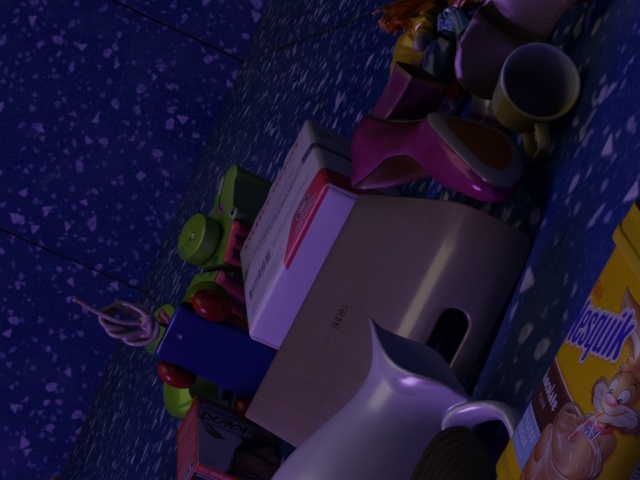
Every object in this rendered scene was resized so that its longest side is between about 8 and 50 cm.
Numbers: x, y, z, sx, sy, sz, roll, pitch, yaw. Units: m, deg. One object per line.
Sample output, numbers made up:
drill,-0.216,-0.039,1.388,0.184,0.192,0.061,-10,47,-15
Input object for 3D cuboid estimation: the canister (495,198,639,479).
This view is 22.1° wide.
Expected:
canister,0.161,0.079,0.846,0.126,0.073,0.170,-99,34,-70

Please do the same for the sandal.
sandal,0.189,-0.218,1.292,0.240,0.088,0.079,-55,-4,34

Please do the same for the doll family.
doll family,0.105,-0.161,1.450,0.263,0.118,0.163,-139,71,-76

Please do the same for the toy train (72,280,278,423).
toy train,-0.130,0.081,1.711,0.105,0.248,0.143,-62,8,18

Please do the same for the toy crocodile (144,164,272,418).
toy crocodile,-0.125,0.066,2.047,0.105,0.115,0.341,-13,54,52

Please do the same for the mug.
mug,0.158,-0.106,1.262,0.078,0.062,0.064,-63,2,-18

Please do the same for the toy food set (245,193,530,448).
toy food set,0.054,0.081,1.327,0.220,0.092,0.306,-62,17,-6

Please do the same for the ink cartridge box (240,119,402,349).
ink cartridge box,0.000,0.000,1.644,0.172,0.100,0.237,-63,13,14

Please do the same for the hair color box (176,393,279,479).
hair color box,-0.092,0.221,1.632,0.053,0.093,0.167,-63,13,15

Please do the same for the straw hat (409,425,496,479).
straw hat,0.100,0.176,0.931,0.061,0.144,0.144,-3,54,31

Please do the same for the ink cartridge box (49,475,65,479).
ink cartridge box,-0.249,0.375,1.775,0.235,0.193,0.088,-53,15,45

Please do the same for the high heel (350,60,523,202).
high heel,0.082,-0.051,1.291,0.117,0.082,0.244,-67,29,17

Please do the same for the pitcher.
pitcher,0.045,0.177,1.088,0.178,0.125,0.207,30,92,56
